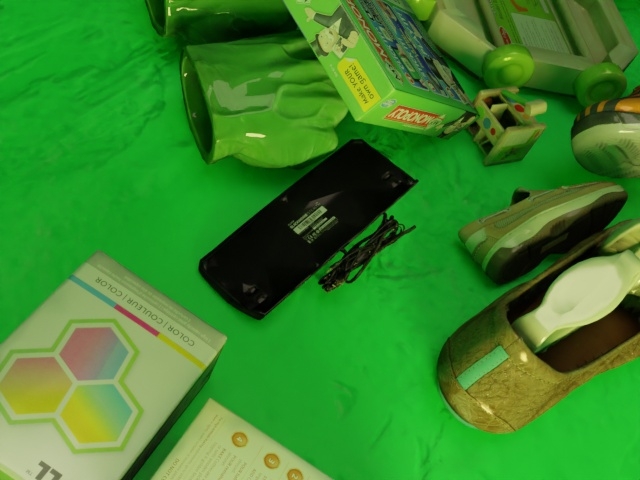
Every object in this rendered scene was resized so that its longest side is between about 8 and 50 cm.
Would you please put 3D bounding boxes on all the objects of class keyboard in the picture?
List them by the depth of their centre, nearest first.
[{"bbox_3d":[0.000,0.000,0.662,0.100,0.038,0.192,41,65,20],"label":"keyboard"}]

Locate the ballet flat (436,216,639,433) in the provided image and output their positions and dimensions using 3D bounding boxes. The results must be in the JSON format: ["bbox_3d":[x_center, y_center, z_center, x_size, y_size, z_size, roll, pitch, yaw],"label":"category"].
[{"bbox_3d":[0.236,0.043,0.669,0.342,0.124,0.116,-21,64,-34],"label":"ballet flat"}]

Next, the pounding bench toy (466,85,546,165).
[{"bbox_3d":[0.188,-0.129,0.813,0.052,0.083,0.065,-11,59,-29],"label":"pounding bench toy"}]

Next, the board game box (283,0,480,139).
[{"bbox_3d":[0.019,-0.243,0.761,0.213,0.046,0.317,-5,62,-59],"label":"board game box"}]

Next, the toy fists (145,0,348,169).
[{"bbox_3d":[-0.069,-0.181,0.745,0.142,0.096,0.279,-11,60,-21],"label":"toy fists"}]

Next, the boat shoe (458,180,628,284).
[{"bbox_3d":[0.210,-0.026,0.757,0.190,0.068,0.072,-20,51,-33],"label":"boat shoe"}]

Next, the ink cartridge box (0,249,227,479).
[{"bbox_3d":[-0.160,0.113,0.492,0.109,0.062,0.209,33,49,4],"label":"ink cartridge box"}]

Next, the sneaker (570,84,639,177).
[{"bbox_3d":[0.372,-0.165,0.856,0.321,0.124,0.180,-2,82,-37],"label":"sneaker"}]

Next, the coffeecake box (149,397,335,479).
[{"bbox_3d":[-0.032,0.207,0.466,0.185,0.068,0.142,33,48,5],"label":"coffeecake box"}]

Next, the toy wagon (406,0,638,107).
[{"bbox_3d":[0.206,-0.277,0.950,0.344,0.068,0.267,6,51,-17],"label":"toy wagon"}]
